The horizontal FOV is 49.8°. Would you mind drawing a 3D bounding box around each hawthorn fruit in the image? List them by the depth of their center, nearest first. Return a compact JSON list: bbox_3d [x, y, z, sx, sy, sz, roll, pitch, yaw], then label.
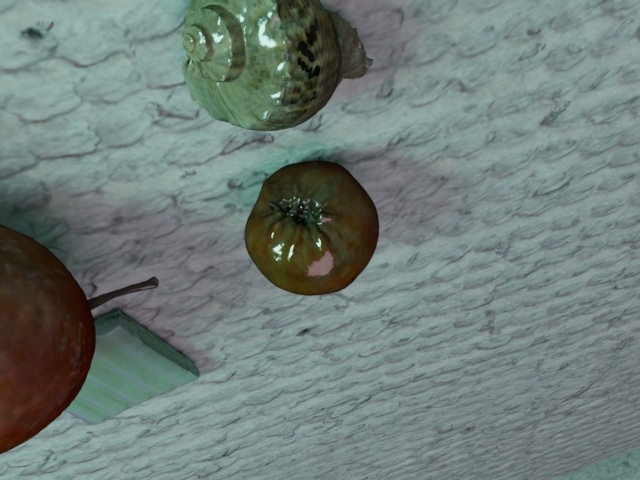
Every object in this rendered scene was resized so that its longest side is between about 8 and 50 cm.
[{"bbox_3d":[-0.329,0.104,0.641,0.235,0.231,0.263,-22,139,16],"label":"hawthorn fruit"},{"bbox_3d":[0.004,-0.012,0.759,0.149,0.149,0.189,-42,162,23],"label":"hawthorn fruit"}]

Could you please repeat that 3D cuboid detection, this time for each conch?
[{"bbox_3d":[-0.042,-0.161,0.602,0.155,0.129,0.207,-11,-177,42],"label":"conch"}]

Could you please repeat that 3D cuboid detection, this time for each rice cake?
[{"bbox_3d":[-0.282,0.174,0.910,0.190,0.037,0.198,-23,143,-1],"label":"rice cake"}]
